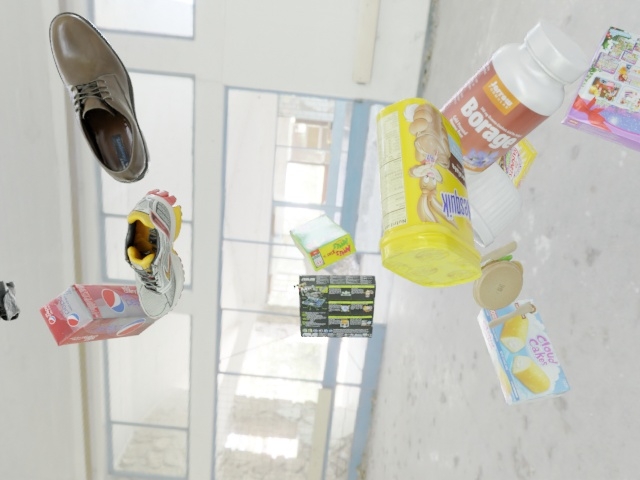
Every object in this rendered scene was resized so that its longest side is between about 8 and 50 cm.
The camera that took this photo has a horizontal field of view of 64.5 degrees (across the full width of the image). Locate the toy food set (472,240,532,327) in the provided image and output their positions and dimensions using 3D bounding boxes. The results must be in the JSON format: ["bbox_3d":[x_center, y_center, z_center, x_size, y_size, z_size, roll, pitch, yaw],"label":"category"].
[{"bbox_3d":[0.403,0.098,1.152,0.038,0.132,0.192,-121,8,-67],"label":"toy food set"}]

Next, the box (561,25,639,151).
[{"bbox_3d":[0.670,-0.279,1.010,0.201,0.293,0.057,-65,-14,3],"label":"box"}]

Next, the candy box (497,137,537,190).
[{"bbox_3d":[0.578,-0.227,1.517,0.206,0.027,0.105,87,160,-58],"label":"candy box"}]

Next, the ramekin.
[{"bbox_3d":[0.304,-0.098,1.014,0.109,0.207,0.207,-39,9,7],"label":"ramekin"}]

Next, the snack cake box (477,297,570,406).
[{"bbox_3d":[0.555,0.306,1.405,0.089,0.152,0.264,78,180,-61],"label":"snack cake box"}]

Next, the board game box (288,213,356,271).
[{"bbox_3d":[0.000,0.000,1.061,0.043,0.092,0.181,66,172,-20],"label":"board game box"}]

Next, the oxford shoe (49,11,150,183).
[{"bbox_3d":[-0.281,-0.186,0.648,0.096,0.082,0.227,-156,42,-79],"label":"oxford shoe"}]

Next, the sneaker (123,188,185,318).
[{"bbox_3d":[-0.281,0.033,0.825,0.093,0.088,0.225,-60,-23,-61],"label":"sneaker"}]

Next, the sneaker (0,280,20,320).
[{"bbox_3d":[-0.675,0.134,1.082,0.170,0.051,0.089,-17,94,67],"label":"sneaker"}]

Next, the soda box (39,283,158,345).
[{"bbox_3d":[-0.440,0.150,1.054,0.083,0.092,0.263,55,-173,13],"label":"soda box"}]

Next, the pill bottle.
[{"bbox_3d":[0.269,-0.204,0.743,0.216,0.121,0.121,-46,30,45],"label":"pill bottle"}]

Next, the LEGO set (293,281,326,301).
[{"bbox_3d":[-0.020,0.103,0.987,0.054,0.083,0.023,-29,58,42],"label":"LEGO set"}]

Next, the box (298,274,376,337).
[{"bbox_3d":[0.040,0.168,1.272,0.045,0.190,0.184,-89,-2,-57],"label":"box"}]

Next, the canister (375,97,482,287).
[{"bbox_3d":[0.111,-0.049,0.536,0.126,0.073,0.170,26,-125,-47],"label":"canister"}]
